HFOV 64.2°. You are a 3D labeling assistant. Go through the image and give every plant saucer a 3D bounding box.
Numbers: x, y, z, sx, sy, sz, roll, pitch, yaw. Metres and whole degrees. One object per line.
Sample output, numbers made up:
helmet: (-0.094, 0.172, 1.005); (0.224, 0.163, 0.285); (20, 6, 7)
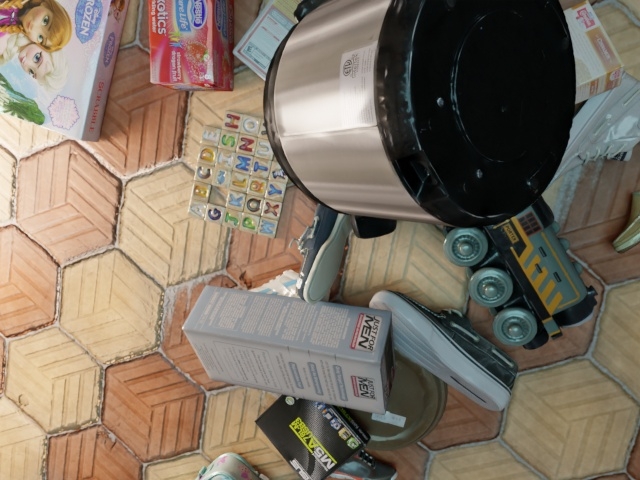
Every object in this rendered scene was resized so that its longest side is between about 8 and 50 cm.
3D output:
plant saucer: (0.127, 0.321, 1.073); (0.277, 0.041, 0.278); (1, 99, 8)

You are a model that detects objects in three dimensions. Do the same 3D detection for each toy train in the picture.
toy train: (0.355, 0.040, 0.923); (0.190, 0.142, 0.334); (-31, 98, 21)

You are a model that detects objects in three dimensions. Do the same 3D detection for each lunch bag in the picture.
lunch bag: (-0.223, 0.623, 1.141); (0.224, 0.108, 0.279); (46, 101, 5)

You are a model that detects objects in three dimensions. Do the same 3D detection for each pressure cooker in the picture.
pressure cooker: (0.115, -0.218, 0.797); (0.375, 0.420, 0.370); (39, 74, -32)

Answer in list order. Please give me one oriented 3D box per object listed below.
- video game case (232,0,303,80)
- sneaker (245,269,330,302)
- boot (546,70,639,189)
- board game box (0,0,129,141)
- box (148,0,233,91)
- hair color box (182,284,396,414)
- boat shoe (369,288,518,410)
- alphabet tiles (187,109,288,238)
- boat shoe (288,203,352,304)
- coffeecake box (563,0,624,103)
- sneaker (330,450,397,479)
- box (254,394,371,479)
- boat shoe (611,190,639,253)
video game case: (0.000, -0.402, 0.962); (0.204, 0.025, 0.285); (39, 98, -5)
sneaker: (-0.081, 0.116, 1.053); (0.228, 0.092, 0.087); (-7, 140, 26)
boot: (0.490, -0.170, 0.906); (0.123, 0.095, 0.258); (36, 102, 9)
board game box: (-0.584, -0.404, 1.055); (0.317, 0.066, 0.319); (18, 101, 6)
box: (-0.242, -0.421, 0.970); (0.128, 0.122, 0.257); (3, 99, 8)
hair color box: (-0.052, 0.206, 0.977); (0.374, 0.114, 0.185); (6, 137, 17)
boat shoe: (0.244, 0.193, 1.004); (0.335, 0.121, 0.119); (40, 62, -7)
alphabet tiles: (-0.164, -0.140, 1.061); (0.198, 0.009, 0.237); (14, 101, 7)
boat shoe: (0.000, 0.000, 0.968); (0.079, 0.095, 0.255); (10, 65, 22)
coffeecake box: (0.394, -0.299, 0.881); (0.185, 0.068, 0.142); (-21, 68, 18)
sneaker: (0.087, 0.479, 1.095); (0.157, 0.061, 0.065); (3, 93, 8)
box: (-0.020, 0.398, 1.073); (0.191, 0.045, 0.184); (48, 111, 11)
boat shoe: (0.596, -0.061, 0.931); (0.190, 0.068, 0.072); (-45, 78, 3)
